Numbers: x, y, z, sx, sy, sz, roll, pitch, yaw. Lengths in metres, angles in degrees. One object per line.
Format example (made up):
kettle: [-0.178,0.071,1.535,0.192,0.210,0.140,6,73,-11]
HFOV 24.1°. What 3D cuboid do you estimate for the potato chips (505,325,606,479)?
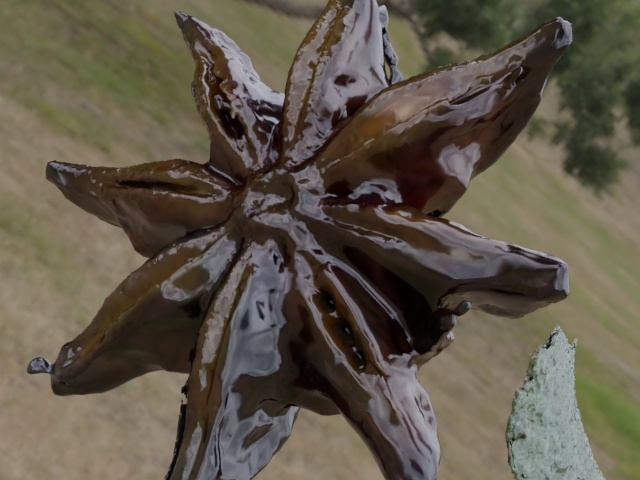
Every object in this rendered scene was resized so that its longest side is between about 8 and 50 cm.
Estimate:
potato chips: [0.198,0.160,1.177,0.228,0.059,0.167,25,54,-66]

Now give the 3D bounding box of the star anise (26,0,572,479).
star anise: [0.000,0.000,0.638,0.272,0.272,0.102,50,5,36]
